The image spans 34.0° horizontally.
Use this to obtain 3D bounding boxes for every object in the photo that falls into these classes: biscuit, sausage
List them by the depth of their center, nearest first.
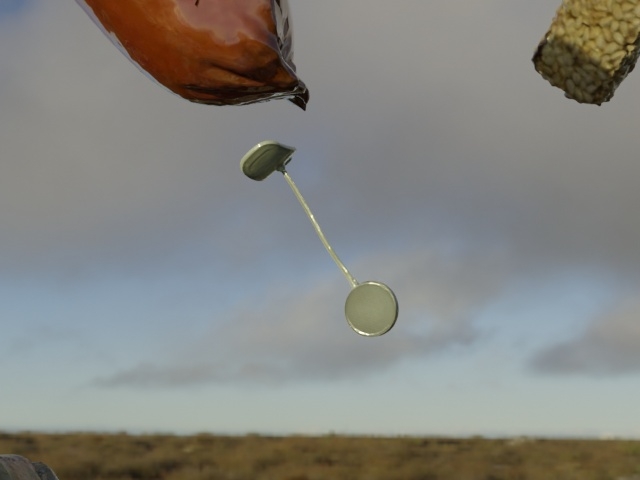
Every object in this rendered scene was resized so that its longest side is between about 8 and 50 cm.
[{"bbox_3d":[-0.119,-0.192,0.448,0.094,0.348,0.097,-33,-2,0],"label":"sausage"},{"bbox_3d":[0.245,-0.189,0.883,0.070,0.082,0.168,-31,-21,-35],"label":"biscuit"}]

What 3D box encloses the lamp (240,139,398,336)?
[{"bbox_3d":[0.000,0.000,0.930,0.050,0.198,0.056,-37,-12,18],"label":"lamp"}]

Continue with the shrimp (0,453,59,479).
[{"bbox_3d":[-0.238,0.181,0.580,0.062,0.153,0.294,8,-17,32],"label":"shrimp"}]
